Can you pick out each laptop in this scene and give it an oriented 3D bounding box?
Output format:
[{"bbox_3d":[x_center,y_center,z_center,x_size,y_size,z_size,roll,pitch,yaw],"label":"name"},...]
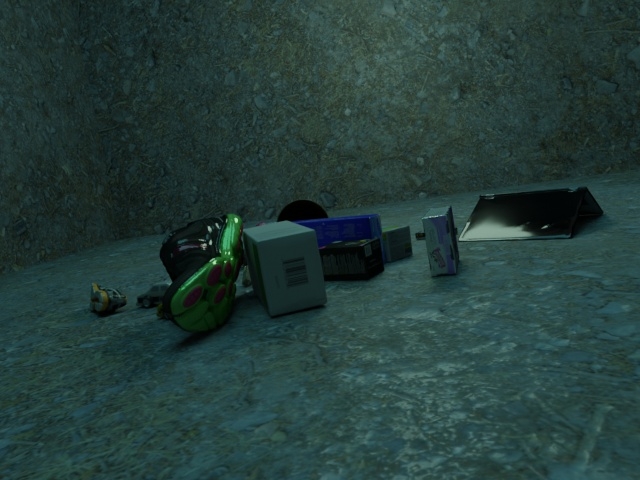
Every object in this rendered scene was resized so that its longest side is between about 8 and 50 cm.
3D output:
[{"bbox_3d":[0.775,-0.055,1.922,0.382,0.236,0.408,-1,-17,40],"label":"laptop"}]

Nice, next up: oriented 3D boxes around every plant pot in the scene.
[{"bbox_3d":[-0.078,-0.042,2.193,0.216,0.215,0.230,-10,-7,-7],"label":"plant pot"}]

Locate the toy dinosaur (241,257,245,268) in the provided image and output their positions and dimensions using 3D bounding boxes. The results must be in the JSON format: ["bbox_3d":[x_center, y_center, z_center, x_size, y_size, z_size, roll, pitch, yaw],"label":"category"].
[{"bbox_3d":[-0.336,0.098,1.982,0.093,0.053,0.183,-23,-3,15],"label":"toy dinosaur"}]

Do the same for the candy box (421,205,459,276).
[{"bbox_3d":[0.343,-0.002,1.486,0.070,0.164,0.196,-8,9,19],"label":"candy box"}]

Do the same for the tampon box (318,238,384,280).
[{"bbox_3d":[0.089,0.056,1.573,0.161,0.101,0.120,-4,9,32],"label":"tampon box"}]

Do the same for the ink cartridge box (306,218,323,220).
[{"bbox_3d":[0.000,0.000,1.898,0.203,0.148,0.086,-1,10,40],"label":"ink cartridge box"}]

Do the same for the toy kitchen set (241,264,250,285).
[{"bbox_3d":[-0.213,0.126,1.701,0.083,0.075,0.068,22,-46,-21],"label":"toy kitchen set"}]

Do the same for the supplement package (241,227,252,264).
[{"bbox_3d":[-0.236,0.020,2.031,0.179,0.105,0.105,-3,51,30],"label":"supplement package"}]

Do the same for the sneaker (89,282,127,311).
[{"bbox_3d":[-0.666,0.181,1.634,0.083,0.084,0.215,2,4,-34],"label":"sneaker"}]

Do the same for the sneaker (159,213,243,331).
[{"bbox_3d":[-0.317,0.077,1.337,0.202,0.185,0.482,0,22,1],"label":"sneaker"}]

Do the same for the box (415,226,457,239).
[{"bbox_3d":[0.450,-0.028,2.037,0.137,0.027,0.094,-3,9,36],"label":"box"}]

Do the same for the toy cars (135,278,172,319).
[{"bbox_3d":[-0.406,0.150,1.504,0.177,0.087,0.394,-14,9,-33],"label":"toy cars"}]

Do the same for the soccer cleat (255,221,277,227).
[{"bbox_3d":[-0.235,-0.045,2.572,0.143,0.116,0.331,-9,8,-1],"label":"soccer cleat"}]

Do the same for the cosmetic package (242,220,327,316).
[{"bbox_3d":[-0.108,0.061,1.429,0.155,0.196,0.365,-12,7,-14],"label":"cosmetic package"}]

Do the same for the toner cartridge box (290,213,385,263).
[{"bbox_3d":[0.038,0.008,1.746,0.348,0.165,0.075,-2,10,34],"label":"toner cartridge box"}]

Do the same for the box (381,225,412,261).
[{"bbox_3d":[0.197,0.008,1.789,0.114,0.103,0.203,-14,10,-37],"label":"box"}]
